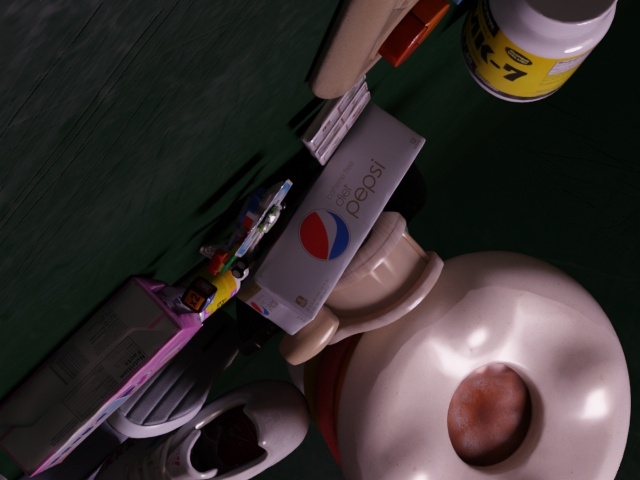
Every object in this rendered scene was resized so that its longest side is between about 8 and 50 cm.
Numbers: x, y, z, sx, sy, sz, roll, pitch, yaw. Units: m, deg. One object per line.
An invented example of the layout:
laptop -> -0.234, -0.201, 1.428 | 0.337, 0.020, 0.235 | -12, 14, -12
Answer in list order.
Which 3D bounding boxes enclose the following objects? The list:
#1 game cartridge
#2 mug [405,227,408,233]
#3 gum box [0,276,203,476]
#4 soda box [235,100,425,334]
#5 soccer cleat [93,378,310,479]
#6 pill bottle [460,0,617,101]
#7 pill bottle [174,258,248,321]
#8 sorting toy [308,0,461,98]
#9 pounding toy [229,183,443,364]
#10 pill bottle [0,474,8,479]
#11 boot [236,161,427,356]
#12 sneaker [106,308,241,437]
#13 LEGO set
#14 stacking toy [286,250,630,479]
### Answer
game cartridge -> -0.343, 0.314, 1.961 | 0.196, 0.060, 0.294 | -43, 177, 43
mug -> 0.033, 0.011, 1.974 | 0.158, 0.129, 0.097 | -42, 174, -22
gum box -> -0.186, 0.109, 1.371 | 0.188, 0.062, 0.107 | -44, 176, 3
soda box -> 0.010, -0.022, 1.515 | 0.216, 0.069, 0.074 | -58, -174, -21
soccer cleat -> -0.163, 0.254, 1.856 | 0.331, 0.116, 0.143 | -33, 173, 24
pill bottle -> 0.204, -0.211, 1.498 | 0.119, 0.119, 0.208 | -43, 175, -12
pill bottle -> -0.108, 0.045, 1.593 | 0.083, 0.043, 0.043 | -40, 174, -36
sorting toy -> 0.105, -0.212, 1.116 | 0.229, 0.041, 0.307 | -42, 175, -17
pounding toy -> 0.014, -0.002, 1.618 | 0.154, 0.155, 0.269 | -34, -150, 17
pill bottle -> -0.315, 0.255, 1.498 | 0.078, 0.078, 0.137 | -42, 176, -17
boot -> 0.000, 0.000, 1.865 | 0.229, 0.091, 0.263 | -27, -152, 30
sneaker -> -0.172, 0.167, 1.841 | 0.091, 0.094, 0.258 | -50, 173, 31
LEGO set -> -0.045, -0.047, 1.402 | 0.244, 0.060, 0.182 | -55, 175, 0
stacking toy -> 0.099, 0.171, 1.891 | 0.350, 0.350, 0.480 | -42, -161, -15
